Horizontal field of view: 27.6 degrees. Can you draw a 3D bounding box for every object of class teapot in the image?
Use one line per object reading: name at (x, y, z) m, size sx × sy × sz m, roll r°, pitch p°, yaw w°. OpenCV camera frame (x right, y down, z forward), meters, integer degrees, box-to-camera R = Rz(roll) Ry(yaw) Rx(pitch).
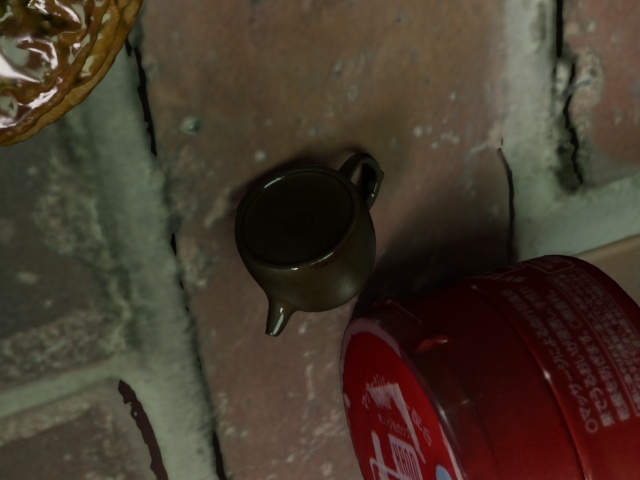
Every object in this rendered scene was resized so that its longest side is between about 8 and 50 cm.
teapot at (0.000, 0.000, 0.744) m, size 0.121 × 0.076 × 0.068 m, roll -55°, pitch 146°, yaw -22°

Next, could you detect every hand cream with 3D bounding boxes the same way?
hand cream at (0.118, 0.127, 0.790) m, size 0.149 × 0.230 × 0.230 m, roll -20°, pitch 129°, yaw -16°

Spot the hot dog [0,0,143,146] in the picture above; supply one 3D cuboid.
hot dog at (-0.157, -0.131, 0.556) m, size 0.161 × 0.099 × 0.226 m, roll 2°, pitch 119°, yaw -28°
